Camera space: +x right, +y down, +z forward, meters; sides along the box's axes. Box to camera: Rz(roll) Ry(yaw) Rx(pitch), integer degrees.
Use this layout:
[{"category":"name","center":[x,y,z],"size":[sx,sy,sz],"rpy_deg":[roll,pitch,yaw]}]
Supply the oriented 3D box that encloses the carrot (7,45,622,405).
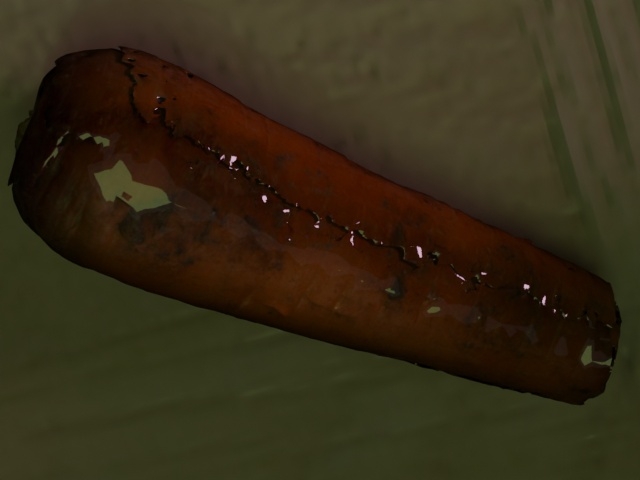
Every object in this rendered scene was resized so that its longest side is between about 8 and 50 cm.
[{"category":"carrot","center":[0.000,0.000,0.459],"size":[0.161,0.055,0.055],"rpy_deg":[22,111,-16]}]
